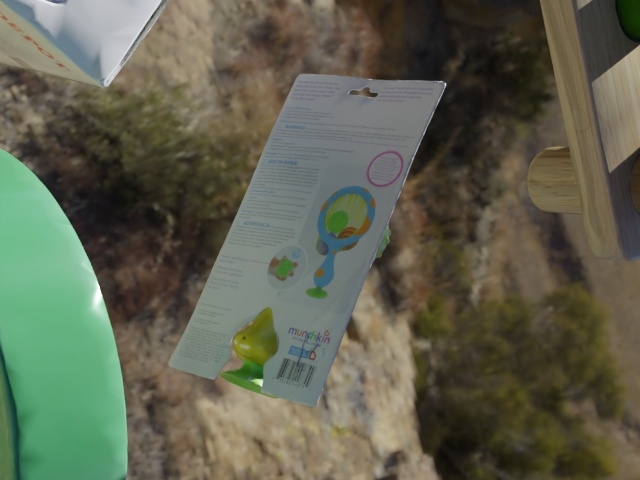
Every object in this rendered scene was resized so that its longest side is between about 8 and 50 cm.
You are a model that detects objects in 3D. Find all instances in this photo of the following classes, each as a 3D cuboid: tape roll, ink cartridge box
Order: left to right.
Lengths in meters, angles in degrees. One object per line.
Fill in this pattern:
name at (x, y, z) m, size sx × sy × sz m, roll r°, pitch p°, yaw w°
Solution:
tape roll at (-0.243, 0.098, 0.823) m, size 0.077 × 0.321 × 0.321 m, roll -7°, pitch 79°, yaw -43°
ink cartridge box at (-0.268, -0.234, 1.023) m, size 0.207 × 0.283 × 0.117 m, roll 42°, pitch 75°, yaw -37°

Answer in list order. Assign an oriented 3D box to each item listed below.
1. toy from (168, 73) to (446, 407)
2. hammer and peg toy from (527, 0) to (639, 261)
toy at (0.000, 0.000, 0.914) m, size 0.056 × 0.137 × 0.237 m, roll 43°, pitch 65°, yaw -45°
hammer and peg toy at (0.201, -0.200, 0.704) m, size 0.266 × 0.127 × 0.361 m, roll -26°, pitch 110°, yaw -36°
